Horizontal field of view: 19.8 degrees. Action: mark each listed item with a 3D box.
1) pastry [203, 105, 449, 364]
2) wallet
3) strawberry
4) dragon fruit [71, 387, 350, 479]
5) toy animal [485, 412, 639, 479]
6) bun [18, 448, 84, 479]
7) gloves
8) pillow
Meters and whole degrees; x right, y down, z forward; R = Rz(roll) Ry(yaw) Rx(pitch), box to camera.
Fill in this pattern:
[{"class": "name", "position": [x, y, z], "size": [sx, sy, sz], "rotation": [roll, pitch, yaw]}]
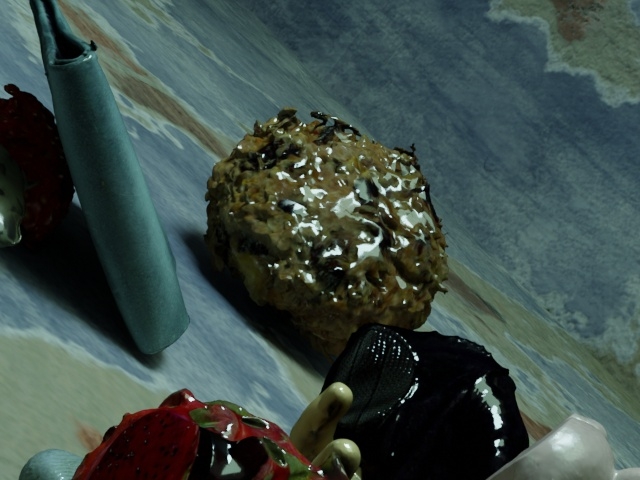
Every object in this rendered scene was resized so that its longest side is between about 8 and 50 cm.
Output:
[{"class": "pastry", "position": [0.000, 0.000, 1.838], "size": [0.275, 0.193, 0.275], "rotation": [10, 54, -14]}, {"class": "wallet", "position": [-0.177, -0.067, 1.507], "size": [0.290, 0.054, 0.251], "rotation": [-117, -171, -67]}, {"class": "strawberry", "position": [-0.238, -0.063, 1.509], "size": [0.121, 0.082, 0.188], "rotation": [38, 7, -29]}, {"class": "dragon fruit", "position": [-0.047, 0.175, 0.961], "size": [0.172, 0.160, 0.166], "rotation": [46, 14, -31]}, {"class": "toy animal", "position": [0.209, 0.222, 1.261], "size": [0.212, 0.124, 0.124], "rotation": [48, 10, 2]}, {"class": "bun", "position": [-0.137, 0.155, 1.036], "size": [0.083, 0.045, 0.083], "rotation": [37, 9, -6]}, {"class": "gloves", "position": [0.068, 0.176, 1.390], "size": [0.197, 0.152, 0.301], "rotation": [9, 17, 13]}, {"class": "pillow", "position": [-0.292, -0.077, 1.410], "size": [0.241, 0.051, 0.093], "rotation": [43, 36, 24]}]
